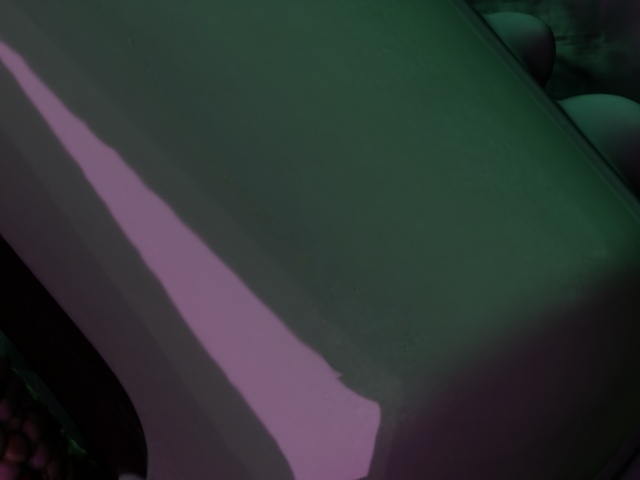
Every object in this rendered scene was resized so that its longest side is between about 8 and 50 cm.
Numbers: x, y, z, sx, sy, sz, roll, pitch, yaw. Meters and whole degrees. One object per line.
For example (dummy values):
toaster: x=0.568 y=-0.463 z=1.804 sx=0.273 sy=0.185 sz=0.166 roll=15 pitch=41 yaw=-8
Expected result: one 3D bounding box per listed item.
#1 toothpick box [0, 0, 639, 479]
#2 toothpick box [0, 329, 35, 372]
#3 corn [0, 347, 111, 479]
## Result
toothpick box: x=0.000 y=0.000 z=0.691 sx=0.316 sy=0.229 sz=0.229 roll=49 pitch=119 yaw=15
toothpick box: x=-0.112 y=0.010 z=0.848 sx=0.052 sy=0.052 sz=0.083 roll=25 pitch=111 yaw=27
corn: x=-0.148 y=0.076 z=0.781 sx=0.092 sy=0.092 sz=0.280 roll=2 pitch=137 yaw=32
